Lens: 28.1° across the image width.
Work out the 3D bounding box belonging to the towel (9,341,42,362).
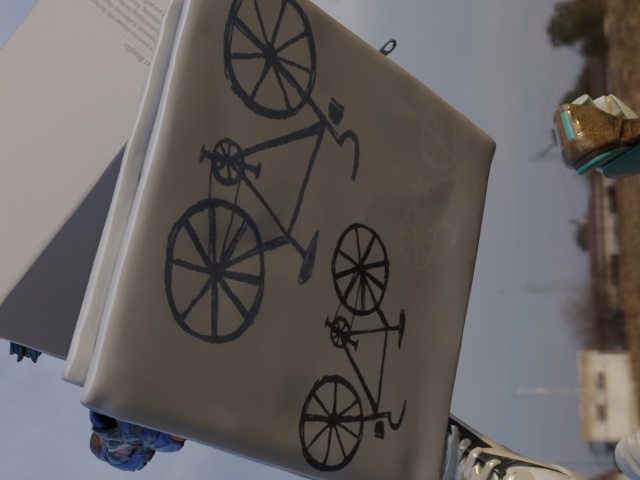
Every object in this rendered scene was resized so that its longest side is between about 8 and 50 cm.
[{"bbox_3d":[-0.285,-0.045,1.654,0.370,0.040,0.272,-51,-25,-51],"label":"towel"}]

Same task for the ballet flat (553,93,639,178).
[{"bbox_3d":[0.434,-0.165,1.958,0.342,0.116,0.124,-5,-113,-58],"label":"ballet flat"}]

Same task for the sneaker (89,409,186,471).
[{"bbox_3d":[-0.205,0.186,1.347,0.221,0.087,0.083,-37,37,56],"label":"sneaker"}]

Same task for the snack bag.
[{"bbox_3d":[0.000,0.000,0.872,0.342,0.037,0.323,28,-114,-42],"label":"snack bag"}]

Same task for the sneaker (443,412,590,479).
[{"bbox_3d":[0.103,0.184,0.968,0.235,0.153,0.094,-140,71,-77],"label":"sneaker"}]

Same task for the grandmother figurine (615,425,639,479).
[{"bbox_3d":[0.462,0.149,1.395,0.207,0.342,0.104,35,-162,-26],"label":"grandmother figurine"}]

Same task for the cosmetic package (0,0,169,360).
[{"bbox_3d":[-0.204,-0.095,1.159,0.365,0.197,0.155,-51,-30,5],"label":"cosmetic package"}]
